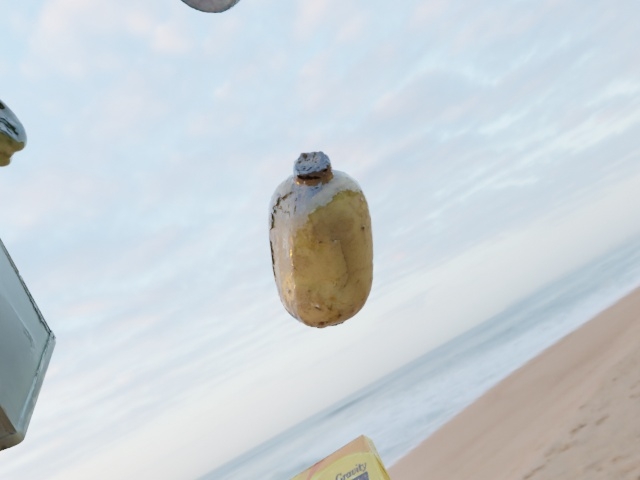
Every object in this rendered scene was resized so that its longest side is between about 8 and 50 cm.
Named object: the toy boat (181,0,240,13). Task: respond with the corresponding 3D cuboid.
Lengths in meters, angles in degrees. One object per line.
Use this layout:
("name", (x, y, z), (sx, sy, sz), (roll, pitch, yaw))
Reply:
("toy boat", (-0.238, -0.601, 1.324), (0.215, 0.123, 0.330), (-13, -48, 14))

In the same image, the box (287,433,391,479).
("box", (0.050, 0.399, 0.870), (0.152, 0.269, 0.043), (-33, -40, 6))

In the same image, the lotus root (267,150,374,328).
("lotus root", (0.000, 0.000, 1.061), (0.160, 0.284, 0.146), (-9, 27, -4))

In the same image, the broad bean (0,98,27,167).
("broad bean", (-0.611, -0.219, 1.203), (0.072, 0.153, 0.206), (-36, -56, 18))

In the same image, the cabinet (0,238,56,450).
("cabinet", (-0.314, 0.047, 0.497), (0.144, 0.206, 0.150), (-20, 24, -3))
